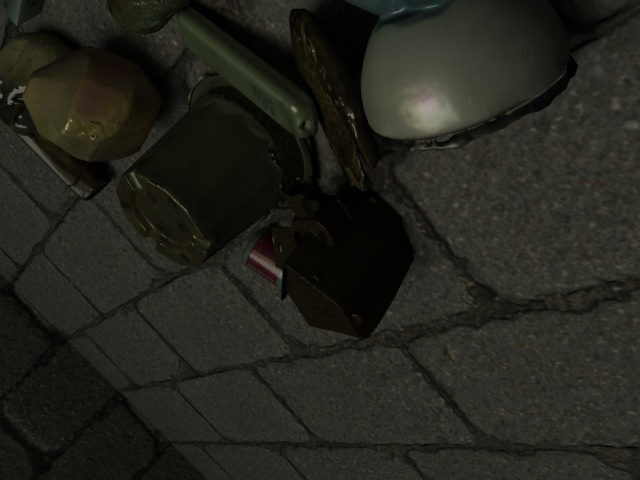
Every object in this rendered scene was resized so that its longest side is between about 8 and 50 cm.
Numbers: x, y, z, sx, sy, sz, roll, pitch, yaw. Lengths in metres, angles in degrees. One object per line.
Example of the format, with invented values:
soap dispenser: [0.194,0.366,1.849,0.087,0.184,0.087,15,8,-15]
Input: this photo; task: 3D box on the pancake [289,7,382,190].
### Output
pancake: [0.021,-0.176,0.878,0.286,0.033,0.288,60,175,47]

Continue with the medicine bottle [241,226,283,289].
medicine bottle: [-0.048,0.064,1.303,0.217,0.090,0.090,33,146,11]

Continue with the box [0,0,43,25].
box: [-0.623,-0.546,1.216,0.243,0.067,0.155,47,144,-9]

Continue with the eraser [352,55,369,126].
eraser: [0.070,-0.213,0.926,0.052,0.029,0.122,39,146,5]

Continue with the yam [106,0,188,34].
yam: [-0.234,-0.392,0.963,0.194,0.107,0.107,-15,117,51]

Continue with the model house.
model house: [0.000,0.000,1.069,0.204,0.211,0.243,3,135,41]

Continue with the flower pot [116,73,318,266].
flower pot: [-0.184,-0.101,1.102,0.290,0.259,0.290,25,143,21]

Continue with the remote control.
remote control: [-0.118,-0.258,0.999,0.309,0.038,0.090,41,161,25]

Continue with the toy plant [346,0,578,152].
toy plant: [0.100,-0.285,0.650,0.247,0.247,0.332,0,127,45]

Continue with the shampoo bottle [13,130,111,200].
shampoo bottle: [-0.642,-0.246,1.527,0.084,0.125,0.350,-38,104,19]

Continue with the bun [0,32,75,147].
bun: [-0.575,-0.295,1.364,0.273,0.168,0.273,20,141,17]

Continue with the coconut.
coconut: [-0.416,-0.250,1.189,0.237,0.237,0.197,29,103,18]
